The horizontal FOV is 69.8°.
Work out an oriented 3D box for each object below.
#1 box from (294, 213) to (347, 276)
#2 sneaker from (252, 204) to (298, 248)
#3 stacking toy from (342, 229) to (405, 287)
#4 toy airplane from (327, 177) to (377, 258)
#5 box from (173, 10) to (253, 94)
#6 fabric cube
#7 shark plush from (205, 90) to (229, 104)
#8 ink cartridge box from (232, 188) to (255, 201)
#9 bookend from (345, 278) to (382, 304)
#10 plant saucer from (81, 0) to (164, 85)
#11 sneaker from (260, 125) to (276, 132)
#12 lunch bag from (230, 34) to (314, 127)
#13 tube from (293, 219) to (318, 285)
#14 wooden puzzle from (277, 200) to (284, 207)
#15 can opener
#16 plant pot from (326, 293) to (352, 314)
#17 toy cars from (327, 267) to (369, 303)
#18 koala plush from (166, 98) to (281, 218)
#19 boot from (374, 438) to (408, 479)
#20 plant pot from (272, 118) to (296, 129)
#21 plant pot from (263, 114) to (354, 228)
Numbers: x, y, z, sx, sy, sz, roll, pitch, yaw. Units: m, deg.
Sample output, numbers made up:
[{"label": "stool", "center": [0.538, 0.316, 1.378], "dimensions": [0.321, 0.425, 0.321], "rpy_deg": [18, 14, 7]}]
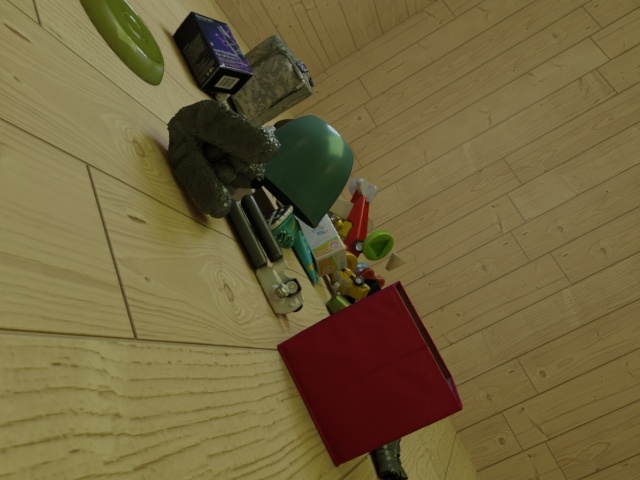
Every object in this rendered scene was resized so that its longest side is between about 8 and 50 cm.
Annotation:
[{"label": "box", "center": [0.000, 0.000, 1.510], "dimensions": [0.114, 0.103, 0.203], "rpy_deg": [80, -14, -54]}, {"label": "sneaker", "center": [-0.100, -0.030, 1.203], "dimensions": [0.275, 0.107, 0.110], "rpy_deg": [-39, 108, -81]}, {"label": "stacking toy", "center": [0.170, 0.070, 1.858], "dimensions": [0.309, 0.279, 0.130], "rpy_deg": [50, 3, -44]}, {"label": "toy airplane", "center": [0.129, -0.110, 2.159], "dimensions": [0.384, 0.272, 0.386], "rpy_deg": [-53, 133, -46]}, {"label": "box", "center": [-0.329, -0.570, 1.412], "dimensions": [0.153, 0.108, 0.207], "rpy_deg": [-17, 76, -56]}, {"label": "fabric cube", "center": [0.108, 0.256, 0.955], "dimensions": [0.259, 0.258, 0.254], "rpy_deg": [62, 8, 8]}, {"label": "shark plush", "center": [-0.341, -0.477, 1.487], "dimensions": [0.067, 0.073, 0.161], "rpy_deg": [40, 33, -6]}, {"label": "ink cartridge box", "center": [-0.219, -0.171, 1.100], "dimensions": [0.135, 0.056, 0.099], "rpy_deg": [55, 11, -30]}, {"label": "bookend", "center": [0.181, 0.226, 1.746], "dimensions": [0.156, 0.072, 0.157], "rpy_deg": [-1, -54, 54]}, {"label": "plant saucer", "center": [-0.408, -0.447, 0.976], "dimensions": [0.241, 0.037, 0.241], "rpy_deg": [58, 9, -15]}, {"label": "sneaker", "center": [-0.222, -0.447, 1.906], "dimensions": [0.083, 0.071, 0.191], "rpy_deg": [48, 14, -33]}, {"label": "lunch bag", "center": [-0.189, -0.569, 1.707], "dimensions": [0.212, 0.305, 0.256], "rpy_deg": [47, 15, -55]}, {"label": "tube", "center": [-0.052, 0.039, 1.424], "dimensions": [0.080, 0.052, 0.207], "rpy_deg": [-62, 129, -74]}, {"label": "wooden puzzle", "center": [-0.129, -0.113, 1.561], "dimensions": [0.116, 0.014, 0.078], "rpy_deg": [59, 5, -15]}, {"label": "can opener", "center": [-0.125, 0.036, 1.002], "dimensions": [0.280, 0.074, 0.093], "rpy_deg": [63, -25, 5]}, {"label": "plant pot", "center": [0.062, 0.211, 1.440], "dimensions": [0.079, 0.083, 0.083], "rpy_deg": [47, 11, -7]}, {"label": "toy cars", "center": [0.124, 0.229, 1.648], "dimensions": [0.176, 0.087, 0.394], "rpy_deg": [5, -48, 56]}, {"label": "koala plush", "center": [-0.178, -0.167, 0.924], "dimensions": [0.203, 0.196, 0.221], "rpy_deg": [43, 10, 11]}, {"label": "boot", "center": [0.179, 0.522, 1.152], "dimensions": [0.246, 0.083, 0.161], "rpy_deg": [39, 30, -53]}, {"label": "plant pot", "center": [-0.136, -0.463, 2.076], "dimensions": [0.215, 0.215, 0.230], "rpy_deg": [54, -2, -38]}, {"label": "plant pot", "center": [-0.044, -0.216, 1.336], "dimensions": [0.293, 0.235, 0.293], "rpy_deg": [43, -4, 4]}]
